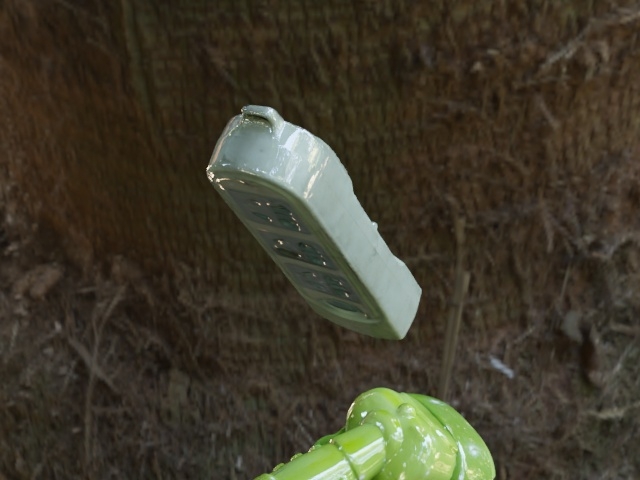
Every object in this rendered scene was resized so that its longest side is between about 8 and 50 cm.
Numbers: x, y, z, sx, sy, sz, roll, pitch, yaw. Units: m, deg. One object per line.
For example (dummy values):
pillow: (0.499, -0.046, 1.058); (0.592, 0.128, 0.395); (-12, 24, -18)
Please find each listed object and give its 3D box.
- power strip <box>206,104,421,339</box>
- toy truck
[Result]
power strip: (0.001, -0.003, 0.734); (0.080, 0.286, 0.048); (13, 70, 23)
toy truck: (0.046, 0.201, 0.901); (0.187, 0.210, 0.148); (-38, 48, -5)
